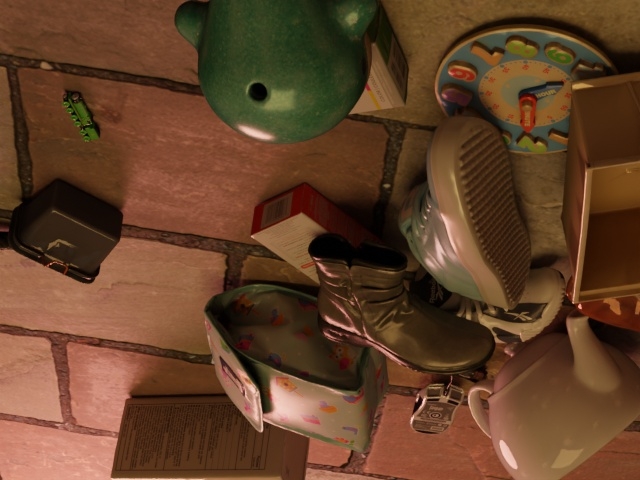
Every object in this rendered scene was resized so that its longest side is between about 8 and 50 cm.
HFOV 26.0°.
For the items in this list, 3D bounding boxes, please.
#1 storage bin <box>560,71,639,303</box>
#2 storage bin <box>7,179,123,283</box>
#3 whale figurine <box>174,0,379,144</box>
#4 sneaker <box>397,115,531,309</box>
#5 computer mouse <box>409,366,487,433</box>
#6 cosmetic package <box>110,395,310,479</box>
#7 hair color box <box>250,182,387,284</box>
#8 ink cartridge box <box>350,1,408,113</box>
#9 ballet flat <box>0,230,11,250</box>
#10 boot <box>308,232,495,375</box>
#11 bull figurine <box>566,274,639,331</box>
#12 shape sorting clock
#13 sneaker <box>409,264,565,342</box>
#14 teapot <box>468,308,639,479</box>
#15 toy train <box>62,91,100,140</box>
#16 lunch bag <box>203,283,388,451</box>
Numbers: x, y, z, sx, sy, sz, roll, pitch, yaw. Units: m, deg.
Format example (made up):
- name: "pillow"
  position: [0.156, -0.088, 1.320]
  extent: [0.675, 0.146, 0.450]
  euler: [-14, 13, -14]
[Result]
- name: "storage bin"
  position: [0.403, -0.064, 1.529]
  extent: [0.260, 0.123, 0.262]
  euler: [-7, 145, 2]
- name: "storage bin"
  position: [-0.331, -0.013, 1.831]
  extent: [0.135, 0.098, 0.091]
  euler: [28, 132, -27]
- name: "whale figurine"
  position: [-0.052, -0.220, 1.364]
  extent: [0.216, 0.141, 0.272]
  euler: [-1, 121, 18]
- name: "sneaker"
  position: [0.150, -0.026, 1.652]
  extent: [0.150, 0.135, 0.366]
  euler: [10, 152, 22]
- name: "computer mouse"
  position: [0.184, 0.236, 2.137]
  extent: [0.106, 0.042, 0.193]
  euler: [9, 141, -10]
- name: "cosmetic package"
  position: [-0.177, 0.348, 2.282]
  extent: [0.296, 0.153, 0.129]
  euler: [-2, 147, 18]
- name: "hair color box"
  position: [0.000, 0.000, 1.808]
  extent: [0.093, 0.053, 0.167]
  euler: [-23, 134, 35]
- name: "ink cartridge box"
  position: [-0.018, -0.189, 1.519]
  extent: [0.209, 0.062, 0.109]
  euler: [-6, 144, 20]
- name: "ballet flat"
  position: [-0.418, 0.012, 1.906]
  extent: [0.173, 0.049, 0.057]
  euler: [6, 175, 9]
- name: "boot"
  position: [0.101, 0.079, 1.747]
  extent: [0.246, 0.083, 0.161]
  euler: [13, 140, 14]
- name: "bull figurine"
  position: [0.478, 0.072, 1.775]
  extent: [0.310, 0.101, 0.188]
  euler: [9, 143, -6]
- name: "shape sorting clock"
  position: [0.229, -0.162, 1.527]
  extent: [0.206, 0.040, 0.206]
  euler: [5, 146, 4]
- name: "sneaker"
  position: [0.198, 0.076, 1.841]
  extent: [0.153, 0.094, 0.235]
  euler: [22, 155, -35]
- name: "teapot"
  position: [0.324, 0.218, 1.951]
  extent: [0.256, 0.187, 0.252]
  euler: [-41, 171, 11]
- name: "toy train"
  position: [-0.289, -0.150, 1.676]
  extent: [0.024, 0.017, 0.083]
  euler: [-10, 144, 9]
- name: "lunch bag"
  position: [-0.043, 0.180, 1.998]
  extent: [0.262, 0.160, 0.223]
  euler: [14, 151, 11]
